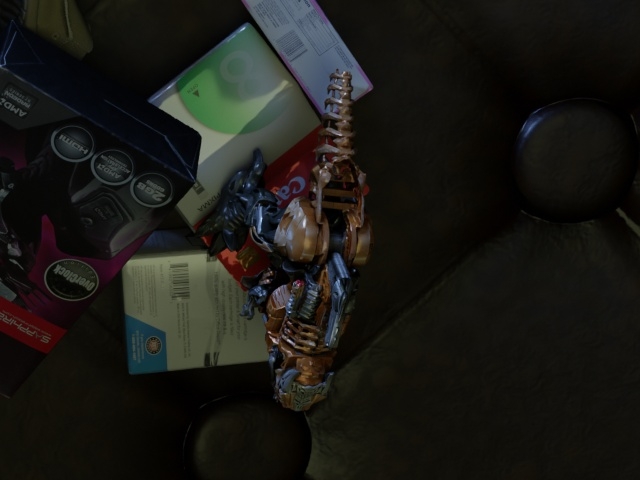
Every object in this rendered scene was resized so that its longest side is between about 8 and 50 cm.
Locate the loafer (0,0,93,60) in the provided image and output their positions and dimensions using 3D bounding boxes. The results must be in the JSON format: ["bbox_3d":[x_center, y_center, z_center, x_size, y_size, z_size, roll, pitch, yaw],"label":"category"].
[{"bbox_3d":[-0.280,-0.226,1.946,0.092,0.102,0.269,-20,137,-32],"label":"loafer"}]

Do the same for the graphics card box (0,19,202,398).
[{"bbox_3d":[-0.315,-0.022,1.971,0.232,0.094,0.371,32,121,-19],"label":"graphics card box"}]

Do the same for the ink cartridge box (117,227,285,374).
[{"bbox_3d":[-0.122,0.060,2.108,0.190,0.082,0.140,-5,112,-10],"label":"ink cartridge box"}]

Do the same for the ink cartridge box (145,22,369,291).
[{"bbox_3d":[-0.079,-0.085,2.025,0.181,0.056,0.225,-39,96,-5],"label":"ink cartridge box"}]

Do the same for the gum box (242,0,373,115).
[{"bbox_3d":[-0.029,-0.227,1.990,0.062,0.107,0.188,-34,115,4],"label":"gum box"}]

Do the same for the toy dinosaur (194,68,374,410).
[{"bbox_3d":[0.000,0.000,1.944,0.164,0.218,0.322,28,95,-25],"label":"toy dinosaur"}]
